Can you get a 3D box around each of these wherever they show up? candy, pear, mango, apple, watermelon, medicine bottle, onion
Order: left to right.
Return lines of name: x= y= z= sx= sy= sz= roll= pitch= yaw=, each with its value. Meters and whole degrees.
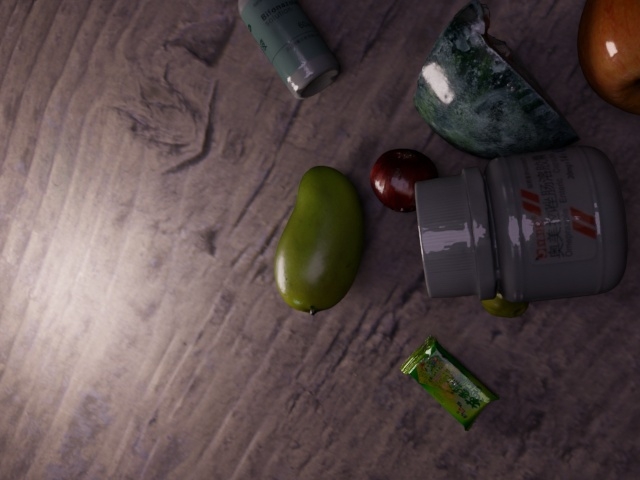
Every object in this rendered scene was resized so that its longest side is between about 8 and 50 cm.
medicine bottle: x=-0.097 y=-0.447 z=1.376 sx=0.110 sy=0.110 sz=0.351 roll=-36 pitch=82 yaw=22
mango: x=0.000 y=0.000 z=1.377 sx=0.175 sy=0.143 sz=0.293 roll=9 pitch=89 yaw=27
onion: x=0.155 y=-0.112 z=1.299 sx=0.131 sy=0.131 sz=0.131 roll=3 pitch=97 yaw=22
candy: x=0.248 y=0.277 z=1.358 sx=0.178 sy=0.032 sz=0.102 roll=43 pitch=110 yaw=13
pear: x=0.332 y=0.096 z=1.278 sx=0.092 sy=0.092 sz=0.097 roll=-37 pitch=46 yaw=22
watermelon: x=0.317 y=-0.260 z=1.186 sx=0.290 sy=0.213 sz=0.319 roll=28 pitch=150 yaw=18
medicine bottle: x=0.319 y=-0.018 z=1.157 sx=0.306 sy=0.245 sz=0.245 roll=-8 pitch=93 yaw=11
apple: x=0.539 y=-0.340 z=1.039 sx=0.299 sy=0.299 sz=0.275 roll=0 pitch=76 yaw=22
